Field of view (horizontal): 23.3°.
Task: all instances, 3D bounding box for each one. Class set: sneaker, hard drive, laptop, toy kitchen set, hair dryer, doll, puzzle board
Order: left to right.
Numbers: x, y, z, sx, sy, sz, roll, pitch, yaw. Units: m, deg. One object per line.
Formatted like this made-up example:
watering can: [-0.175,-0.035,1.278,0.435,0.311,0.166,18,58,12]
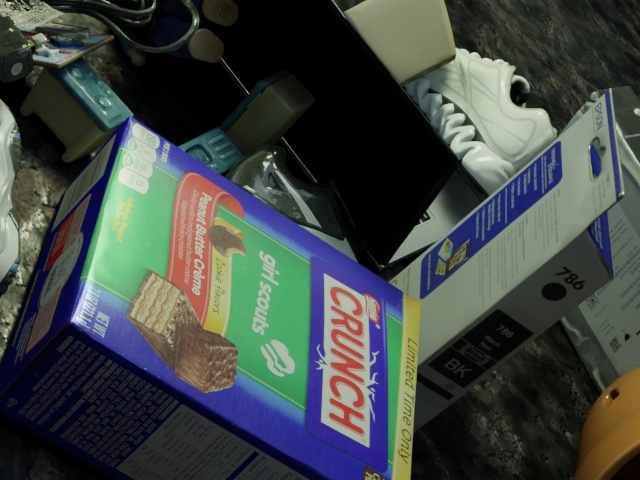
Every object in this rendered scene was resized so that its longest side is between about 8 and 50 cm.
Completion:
sneaker: [-0.284,-0.049,1.205,0.081,0.080,0.211,22,39,-38]
hair dryer: [-0.271,-0.219,1.358,0.223,0.080,0.293,-17,47,-44]
puzzle board: [-0.261,-0.178,1.364,0.128,0.011,0.096,13,27,19]
doll: [-0.152,-0.228,1.500,0.046,0.129,0.189,20,3,-43]
toy kitchen set: [-0.137,-0.126,1.415,0.166,0.122,0.207,48,32,3]
sneaker: [0.000,0.000,1.424,0.234,0.078,0.106,45,66,-23]
laptop: [0.041,-0.191,1.584,0.382,0.236,0.408,53,33,10]
sneaker: [0.169,-0.169,1.777,0.110,0.118,0.292,43,12,-48]
hard drive: [0.338,0.036,1.677,0.064,0.237,0.339,-12,63,-32]

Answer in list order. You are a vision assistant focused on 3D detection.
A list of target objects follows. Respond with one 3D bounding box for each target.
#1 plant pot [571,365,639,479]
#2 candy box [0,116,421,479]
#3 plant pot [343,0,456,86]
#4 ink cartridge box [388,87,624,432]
plant pot: [0.361,0.240,1.468,0.291,0.291,0.203,37,18,-15]
candy box: [-0.075,0.090,1.252,0.317,0.122,0.268,34,34,-21]
plant pot: [0.097,-0.228,1.715,0.096,0.109,0.109,62,5,0]
ink cartridge box: [0.172,0.023,1.411,0.065,0.333,0.165,33,36,-19]
